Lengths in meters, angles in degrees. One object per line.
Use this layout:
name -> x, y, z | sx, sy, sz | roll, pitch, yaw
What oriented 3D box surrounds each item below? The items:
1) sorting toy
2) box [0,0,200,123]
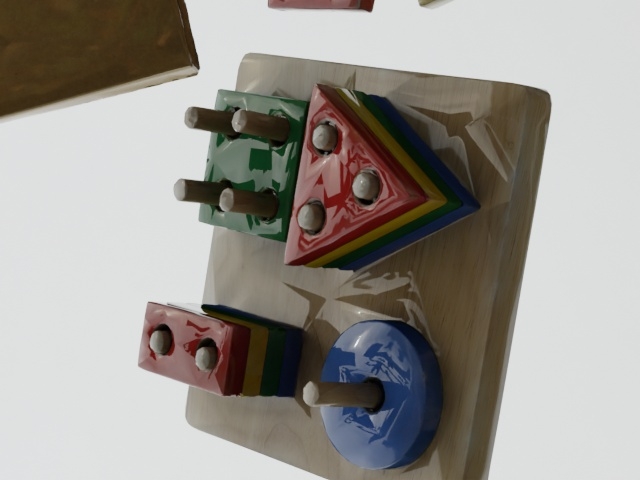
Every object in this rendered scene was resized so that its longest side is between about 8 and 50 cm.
sorting toy -> 0.000, 0.000, 0.521 | 0.046, 0.132, 0.274 | 6, -85, -44
box -> -0.172, -0.135, 0.809 | 0.201, 0.021, 0.164 | -14, -96, 8
